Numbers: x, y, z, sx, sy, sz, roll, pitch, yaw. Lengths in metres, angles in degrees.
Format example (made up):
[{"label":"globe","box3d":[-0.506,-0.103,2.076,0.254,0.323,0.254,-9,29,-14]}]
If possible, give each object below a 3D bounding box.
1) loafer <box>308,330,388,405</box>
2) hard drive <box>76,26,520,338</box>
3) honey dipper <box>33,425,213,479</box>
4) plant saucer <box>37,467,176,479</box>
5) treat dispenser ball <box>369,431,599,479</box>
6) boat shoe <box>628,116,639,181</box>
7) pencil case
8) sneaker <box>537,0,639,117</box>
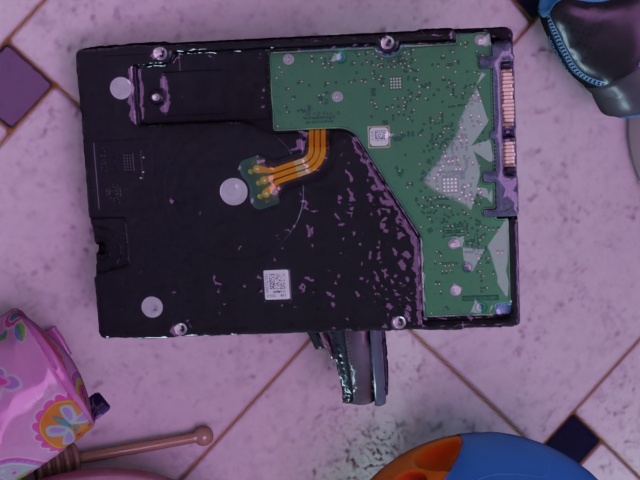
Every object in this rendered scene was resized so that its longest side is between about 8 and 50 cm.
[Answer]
[{"label":"loafer","box3d":[0.000,0.000,1.164,0.095,0.109,0.302,-7,103,2]},{"label":"hard drive","box3d":[-0.014,-0.045,1.073,0.339,0.064,0.237,-3,101,6]},{"label":"honey dipper","box3d":[-0.171,0.183,1.186,0.161,0.030,0.030,-9,109,-22]},{"label":"plant saucer","box3d":[-0.212,0.345,1.183,0.332,0.084,0.332,-7,108,-23]},{"label":"treat dispenser ball","box3d":[0.146,0.315,1.201,0.288,0.288,0.288,-6,108,-19]},{"label":"boat shoe","box3d":[0.410,-0.010,1.270,0.127,0.158,0.340,-33,115,-8]},{"label":"pencil case","box3d":[-0.316,0.167,1.068,0.284,0.124,0.124,-34,115,-11]},{"label":"sneaker","box3d":[0.336,-0.269,1.182,0.139,0.125,0.341,42,87,-21]}]
